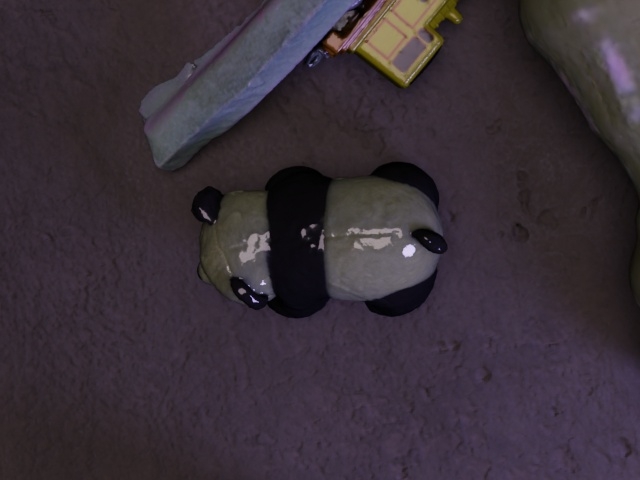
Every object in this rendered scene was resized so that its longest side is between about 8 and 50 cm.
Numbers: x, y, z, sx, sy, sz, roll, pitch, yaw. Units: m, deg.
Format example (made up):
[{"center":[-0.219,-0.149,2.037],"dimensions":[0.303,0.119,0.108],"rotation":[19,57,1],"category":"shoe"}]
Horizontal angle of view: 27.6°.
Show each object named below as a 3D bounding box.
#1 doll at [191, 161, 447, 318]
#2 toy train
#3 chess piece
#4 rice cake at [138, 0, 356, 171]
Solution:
[{"center":[0.002,-0.001,1.174],"dimensions":[0.234,0.135,0.143],"rotation":[-1,87,11],"category":"doll"},{"center":[0.075,-0.230,1.192],"dimensions":[0.127,0.089,0.219],"rotation":[39,93,-4],"category":"toy train"},{"center":[0.318,-0.080,1.094],"dimensions":[0.234,0.234,0.442],"rotation":[-16,90,6],"category":"chess piece"},{"center":[-0.065,-0.172,1.174],"dimensions":[0.290,0.051,0.081],"rotation":[-42,74,31],"category":"rice cake"}]
